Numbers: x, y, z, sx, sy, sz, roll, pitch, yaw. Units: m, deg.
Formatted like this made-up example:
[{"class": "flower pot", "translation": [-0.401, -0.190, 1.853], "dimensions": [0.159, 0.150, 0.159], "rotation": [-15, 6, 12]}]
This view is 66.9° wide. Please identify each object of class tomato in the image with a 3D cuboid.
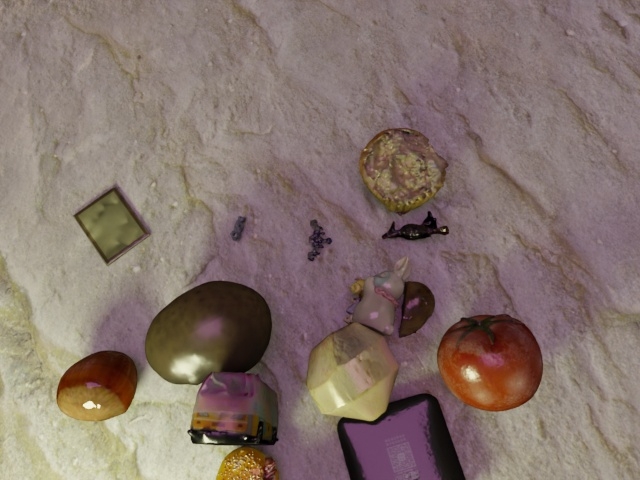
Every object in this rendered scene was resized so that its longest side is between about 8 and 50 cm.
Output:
[{"class": "tomato", "translation": [0.447, 0.323, 1.279], "dimensions": [0.265, 0.265, 0.265], "rotation": [-1, 71, 3]}]

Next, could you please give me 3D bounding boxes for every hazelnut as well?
[{"class": "hazelnut", "translation": [-0.619, 0.401, 1.362], "dimensions": [0.214, 0.176, 0.214], "rotation": [3, 44, -3]}]

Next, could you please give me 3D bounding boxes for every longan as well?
[{"class": "longan", "translation": [-0.303, 0.256, 1.333], "dimensions": [0.350, 0.288, 0.288], "rotation": [-21, 71, -6]}]

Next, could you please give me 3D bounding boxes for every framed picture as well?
[{"class": "framed picture", "translation": [-0.691, -0.050, 1.601], "dimensions": [0.173, 0.010, 0.231], "rotation": [-37, 73, -9]}]

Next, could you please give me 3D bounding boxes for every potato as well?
[{"class": "potato", "translation": [0.284, 0.200, 1.413], "dimensions": [0.101, 0.089, 0.172], "rotation": [12, 71, 5]}]

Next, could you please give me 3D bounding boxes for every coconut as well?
[{"class": "coconut", "translation": [0.090, 0.360, 1.299], "dimensions": [0.259, 0.259, 0.259], "rotation": [-1, 71, 3]}]

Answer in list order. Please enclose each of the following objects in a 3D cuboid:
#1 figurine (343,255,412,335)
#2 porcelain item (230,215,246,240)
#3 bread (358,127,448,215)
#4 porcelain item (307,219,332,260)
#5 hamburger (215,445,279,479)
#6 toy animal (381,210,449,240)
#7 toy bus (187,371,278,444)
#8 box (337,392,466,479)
[{"class": "figurine", "translation": [0.173, 0.151, 1.420], "dimensions": [0.155, 0.127, 0.235], "rotation": [3, 62, 43]}, {"class": "porcelain item", "translation": [-0.264, -0.038, 1.561], "dimensions": [0.036, 0.028, 0.083], "rotation": [11, 73, 25]}, {"class": "bread", "translation": [0.252, -0.220, 1.527], "dimensions": [0.274, 0.149, 0.274], "rotation": [1, 70, -3]}, {"class": "porcelain item", "translation": [0.000, 0.000, 1.535], "dimensions": [0.075, 0.021, 0.136], "rotation": [4, 72, 1]}, {"class": "hamburger", "translation": [-0.196, 0.657, 1.276], "dimensions": [0.173, 0.116, 0.210], "rotation": [10, 71, 9]}, {"class": "toy animal", "translation": [0.289, -0.032, 1.503], "dimensions": [0.202, 0.070, 0.105], "rotation": [-8, 28, 9]}, {"class": "toy bus", "translation": [-0.208, 0.427, 1.217], "dimensions": [0.171, 0.386, 0.162], "rotation": [-1, 67, 3]}, {"class": "box", "translation": [0.214, 0.581, 1.299], "dimensions": [0.290, 0.073, 0.289], "rotation": [-16, 71, -2]}]
